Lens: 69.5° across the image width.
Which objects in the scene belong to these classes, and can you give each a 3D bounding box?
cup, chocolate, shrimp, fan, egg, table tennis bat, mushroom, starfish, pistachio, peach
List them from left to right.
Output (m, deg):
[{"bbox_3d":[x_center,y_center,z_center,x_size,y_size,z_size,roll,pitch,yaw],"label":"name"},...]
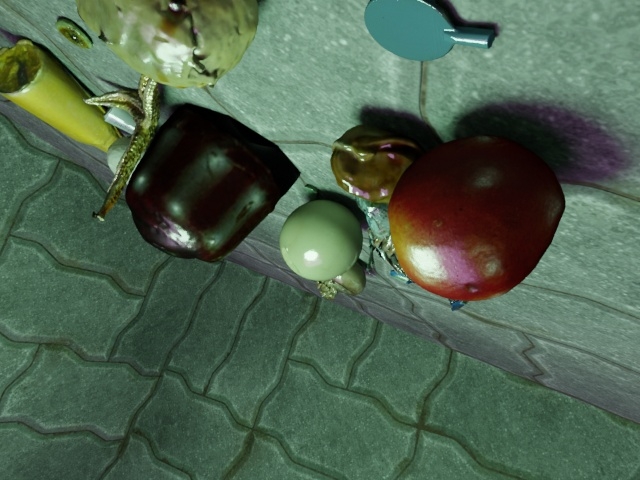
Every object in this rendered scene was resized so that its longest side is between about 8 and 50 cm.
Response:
[{"bbox_3d":[-0.728,-0.385,1.361,0.162,0.162,0.445,23,171,16],"label":"chocolate"},{"bbox_3d":[-0.456,-0.257,1.071,0.132,0.384,0.398,17,-169,-40],"label":"starfish"},{"bbox_3d":[-0.531,-0.347,1.290,0.116,0.074,0.104,30,138,-31],"label":"cup"},{"bbox_3d":[-0.296,-0.108,1.175,0.384,0.331,0.383,24,165,7],"label":"chocolate"},{"bbox_3d":[-0.021,-0.112,1.299,0.038,0.016,0.193,27,166,10],"label":"fan"},{"bbox_3d":[0.000,0.000,1.245,0.219,0.219,0.269,29,166,-8],"label":"egg"},{"bbox_3d":[0.062,0.138,1.744,0.226,0.178,0.226,19,158,8],"label":"mushroom"},{"bbox_3d":[0.114,-0.118,0.784,0.210,0.130,0.165,18,163,-19],"label":"pistachio"},{"bbox_3d":[0.170,0.005,1.035,0.372,0.172,0.137,51,-171,-29],"label":"shrimp"},{"bbox_3d":[0.120,-0.242,0.531,0.155,0.019,0.100,22,166,27],"label":"table tennis bat"},{"bbox_3d":[0.216,-0.034,0.653,0.243,0.243,0.199,17,172,37],"label":"peach"}]

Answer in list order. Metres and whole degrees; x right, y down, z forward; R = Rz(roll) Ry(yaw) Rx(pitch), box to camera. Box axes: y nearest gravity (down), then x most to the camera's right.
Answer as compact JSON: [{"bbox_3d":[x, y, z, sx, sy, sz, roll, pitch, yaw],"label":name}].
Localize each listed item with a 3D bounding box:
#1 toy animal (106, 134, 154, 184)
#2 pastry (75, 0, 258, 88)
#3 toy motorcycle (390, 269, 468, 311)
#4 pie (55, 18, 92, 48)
[{"bbox_3d":[-0.525,-0.229,1.411,0.265,0.206,0.271,21,168,7],"label":"toy animal"},{"bbox_3d":[-0.228,-0.308,0.622,0.256,0.170,0.237,36,162,-17],"label":"pastry"},{"bbox_3d":[0.313,0.100,1.205,0.254,0.135,0.092,21,166,21],"label":"toy motorcycle"},{"bbox_3d":[-0.532,-0.444,0.997,0.084,0.021,0.084,26,167,6],"label":"pie"}]
